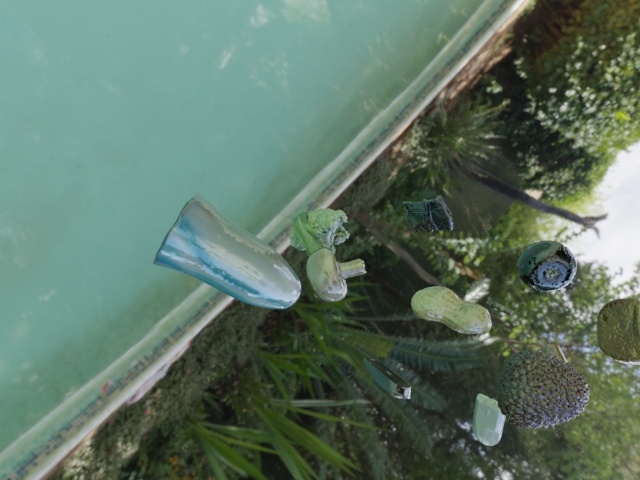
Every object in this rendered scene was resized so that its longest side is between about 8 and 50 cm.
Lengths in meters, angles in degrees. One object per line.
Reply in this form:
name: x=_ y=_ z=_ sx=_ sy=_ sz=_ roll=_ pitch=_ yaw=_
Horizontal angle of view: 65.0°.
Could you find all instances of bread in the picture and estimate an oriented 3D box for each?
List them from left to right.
bread: x=1.209 y=0.353 z=1.949 sx=0.227 sy=0.142 sz=0.253 roll=-1 pitch=-103 yaw=52

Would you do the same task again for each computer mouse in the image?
computer mouse: x=0.316 y=0.678 z=2.434 sx=0.168 sy=0.295 sz=0.087 roll=25 pitch=98 yaw=-45

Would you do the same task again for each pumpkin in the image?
pumpkin: x=0.963 y=0.108 z=2.139 sx=0.233 sy=0.233 sz=0.163 roll=-47 pitch=-173 yaw=23

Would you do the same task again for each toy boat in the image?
toy boat: x=0.750 y=0.791 z=2.230 sx=0.141 sy=0.141 sz=0.269 roll=-46 pitch=140 yaw=-37

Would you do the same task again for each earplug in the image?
earplug: x=-0.187 y=0.054 z=1.131 sx=0.185 sy=0.324 sz=0.185 roll=-54 pitch=-168 yaw=17

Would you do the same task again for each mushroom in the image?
mushroom: x=0.060 y=0.115 z=1.835 sx=0.215 sy=0.207 sz=0.207 roll=-16 pitch=179 yaw=-1

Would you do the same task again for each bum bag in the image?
bum bag: x=0.354 y=-0.086 z=1.672 sx=0.060 sy=0.123 sz=0.248 roll=-28 pitch=-170 yaw=-13

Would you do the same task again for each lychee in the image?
lychee: x=0.695 y=0.468 z=1.576 sx=0.271 sy=0.271 sz=0.271 roll=-47 pitch=180 yaw=0

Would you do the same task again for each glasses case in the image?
glasses case: x=1.013 y=0.501 z=2.157 sx=0.065 sy=0.041 sz=0.170 roll=-6 pitch=-167 yaw=14

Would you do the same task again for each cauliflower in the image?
cauliflower: x=0.000 y=0.000 z=2.059 sx=0.257 sy=0.315 sz=0.239 roll=-12 pitch=168 yaw=8

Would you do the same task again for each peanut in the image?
peanut: x=0.413 y=0.218 z=1.588 sx=0.123 sy=0.257 sz=0.123 roll=-48 pitch=147 yaw=-46

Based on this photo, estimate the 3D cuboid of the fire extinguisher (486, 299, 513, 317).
fire extinguisher: x=0.690 y=0.268 z=1.948 sx=0.032 sy=0.100 sz=0.046 roll=-27 pitch=137 yaw=-49
